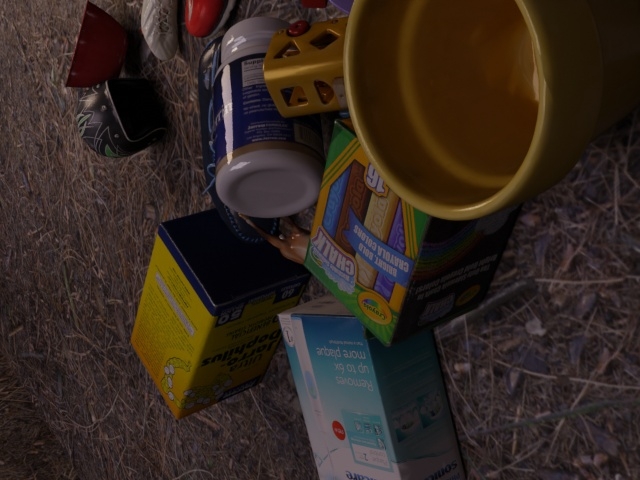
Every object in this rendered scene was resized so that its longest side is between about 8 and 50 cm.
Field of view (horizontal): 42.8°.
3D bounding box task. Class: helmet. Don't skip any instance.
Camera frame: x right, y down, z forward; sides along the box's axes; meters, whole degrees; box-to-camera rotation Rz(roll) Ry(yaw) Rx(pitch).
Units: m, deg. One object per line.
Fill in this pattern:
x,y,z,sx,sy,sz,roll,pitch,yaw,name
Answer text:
-0.407,-0.244,1.634,0.169,0.161,0.170,27,125,45,helmet

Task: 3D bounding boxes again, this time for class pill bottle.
-0.075,-0.178,1.160,0.153,0.153,0.265,131,141,-51,pill bottle

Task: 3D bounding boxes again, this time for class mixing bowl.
-0.447,-0.384,1.656,0.181,0.098,0.182,-166,90,-71,mixing bowl

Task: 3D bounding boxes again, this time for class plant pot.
0.189,-0.169,0.793,0.254,0.239,0.254,26,125,45,plant pot

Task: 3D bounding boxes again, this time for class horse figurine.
0.000,0.000,1.236,0.263,0.066,0.174,3,148,42,horse figurine

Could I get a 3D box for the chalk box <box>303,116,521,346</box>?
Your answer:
0.108,-0.002,1.029,0.179,0.180,0.289,44,135,34,chalk box

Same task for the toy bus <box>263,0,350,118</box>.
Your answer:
0.030,-0.214,1.017,0.202,0.190,0.104,-52,19,50,toy bus

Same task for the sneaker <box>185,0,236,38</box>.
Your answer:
-0.195,-0.451,1.293,0.107,0.118,0.279,47,138,32,sneaker

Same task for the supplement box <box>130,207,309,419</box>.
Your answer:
-0.193,0.128,1.481,0.195,0.194,0.357,53,141,25,supplement box

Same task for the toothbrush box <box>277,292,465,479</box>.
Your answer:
0.073,0.233,1.228,0.216,0.126,0.296,-3,103,54,toothbrush box

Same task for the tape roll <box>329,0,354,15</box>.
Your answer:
0.079,-0.334,0.902,0.188,0.080,0.189,2,102,11,tape roll

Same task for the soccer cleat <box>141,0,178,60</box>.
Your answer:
-0.287,-0.426,1.478,0.076,0.068,0.196,11,111,48,soccer cleat

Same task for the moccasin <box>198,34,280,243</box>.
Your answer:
-0.140,-0.158,1.316,0.117,0.137,0.342,-174,68,-76,moccasin
